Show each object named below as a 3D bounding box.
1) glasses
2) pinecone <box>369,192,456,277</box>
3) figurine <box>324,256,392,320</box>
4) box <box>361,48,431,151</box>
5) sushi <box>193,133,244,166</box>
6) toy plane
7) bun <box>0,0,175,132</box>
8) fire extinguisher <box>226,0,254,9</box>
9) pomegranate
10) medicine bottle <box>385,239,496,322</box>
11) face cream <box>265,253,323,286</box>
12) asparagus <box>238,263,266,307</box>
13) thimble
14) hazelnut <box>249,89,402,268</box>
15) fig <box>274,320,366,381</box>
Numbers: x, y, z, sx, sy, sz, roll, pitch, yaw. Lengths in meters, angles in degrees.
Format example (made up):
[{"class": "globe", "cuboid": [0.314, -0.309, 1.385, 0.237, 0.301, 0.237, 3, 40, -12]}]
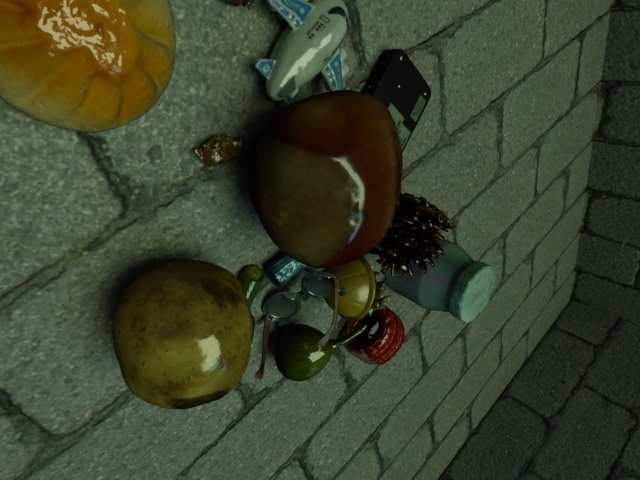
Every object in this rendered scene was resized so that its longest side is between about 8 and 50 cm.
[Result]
[{"class": "glasses", "cuboid": [-0.048, 0.214, 0.978, 0.234, 0.269, 0.118, -29, 120, 20]}, {"class": "pinecone", "cuboid": [0.256, -0.010, 1.208, 0.264, 0.264, 0.265, -19, 120, -36]}, {"class": "figurine", "cuboid": [0.102, 0.143, 1.181, 0.167, 0.192, 0.257, -43, 146, 4]}, {"class": "box", "cuboid": [0.169, -0.315, 1.124, 0.211, 0.058, 0.351, 28, 89, -47]}, {"class": "sushi", "cuboid": [-0.204, -0.188, 0.837, 0.118, 0.061, 0.060, -40, 125, -50]}, {"class": "toy plane", "cuboid": [-0.027, -0.399, 0.859, 0.266, 0.122, 0.267, -19, 119, -39]}, {"class": "bun", "cuboid": [-0.338, -0.299, 0.582, 0.298, 0.164, 0.299, -20, 122, -35]}, {"class": "fire extinguisher", "cuboid": [-0.184, -0.467, 0.734, 0.177, 0.050, 0.062, 6, 66, -45]}, {"class": "pomegranate", "cuboid": [-0.255, 0.178, 0.795, 0.281, 0.281, 0.282, -19, 120, -36]}, {"class": "medicine bottle", "cuboid": [0.399, 0.118, 1.363, 0.244, 0.289, 0.245, -19, 121, -36]}, {"class": "face cream", "cuboid": [0.000, 0.000, 1.088, 0.336, 0.080, 0.163, -38, 132, -24]}, {"class": "asparagus", "cuboid": [-0.211, 0.188, 0.991, 0.067, 0.060, 0.278, 22, 92, -36]}, {"class": "thimble", "cuboid": [0.172, 0.300, 1.325, 0.125, 0.163, 0.190, 38, 81, -44]}, {"class": "hazelnut", "cuboid": [0.020, -0.132, 0.877, 0.365, 0.365, 0.367, -19, 120, -36]}, {"class": "fig", "cuboid": [0.004, 0.293, 1.106, 0.258, 0.151, 0.152, -9, 123, 6]}]
